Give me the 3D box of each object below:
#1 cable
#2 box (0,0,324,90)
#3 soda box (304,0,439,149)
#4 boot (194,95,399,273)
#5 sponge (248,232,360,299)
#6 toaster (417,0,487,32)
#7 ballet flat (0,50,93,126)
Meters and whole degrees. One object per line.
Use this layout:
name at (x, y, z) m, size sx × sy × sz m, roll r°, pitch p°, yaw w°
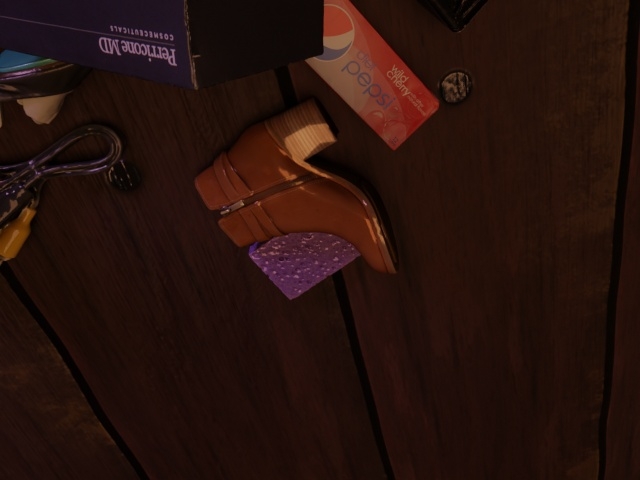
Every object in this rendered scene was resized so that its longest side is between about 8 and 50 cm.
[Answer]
cable at (-0.413, -0.089, 0.749) m, size 0.287 × 0.072 × 0.139 m, roll -39°, pitch 101°, yaw 1°
box at (-0.180, -0.326, 0.455) m, size 0.343 × 0.179 × 0.312 m, roll 20°, pitch 125°, yaw 29°
soda box at (0.035, -0.242, 0.685) m, size 0.263 × 0.083 × 0.092 m, roll 39°, pitch 108°, yaw -25°
boot at (-0.032, -0.035, 0.762) m, size 0.220 × 0.109 × 0.283 m, roll -30°, pitch 106°, yaw 17°
sponge at (0.000, 0.000, 0.853) m, size 0.210 × 0.031 × 0.117 m, roll -34°, pitch 118°, yaw 13°
toaster at (0.149, -0.356, 0.590) m, size 0.168 × 0.110 × 0.185 m, roll -48°, pitch 147°, yaw 19°
ballet flat at (-0.393, -0.192, 0.655) m, size 0.280 × 0.095 × 0.096 m, roll -11°, pitch 135°, yaw -5°
